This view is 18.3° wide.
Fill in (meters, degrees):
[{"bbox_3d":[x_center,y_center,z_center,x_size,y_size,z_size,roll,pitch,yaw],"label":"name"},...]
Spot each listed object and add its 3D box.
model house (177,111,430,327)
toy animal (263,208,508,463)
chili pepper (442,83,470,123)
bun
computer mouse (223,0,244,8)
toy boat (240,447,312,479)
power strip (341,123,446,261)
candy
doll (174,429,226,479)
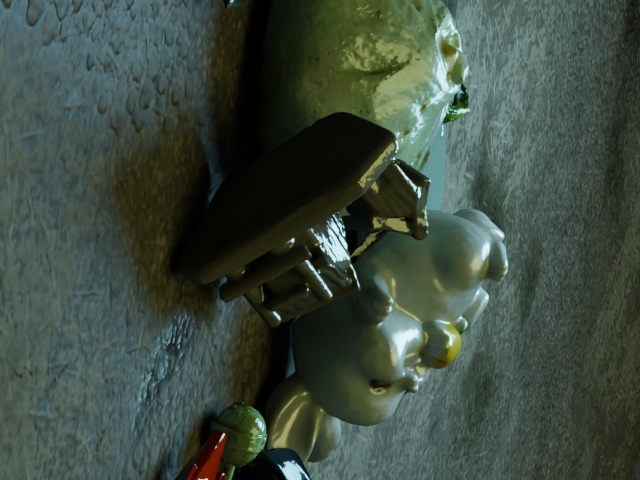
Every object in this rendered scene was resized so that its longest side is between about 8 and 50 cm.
[{"bbox_3d":[-0.005,-0.008,1.824,0.188,0.229,0.122,51,9,-48],"label":"model house"},{"bbox_3d":[0.059,0.098,2.067,0.325,0.154,0.208,-47,169,10],"label":"toy animal"},{"bbox_3d":[0.083,-0.252,2.132,0.359,0.076,0.085,67,26,-45],"label":"chili pepper"},{"bbox_3d":[0.053,-0.153,1.940,0.283,0.179,0.283,11,90,-72],"label":"bun"},{"bbox_3d":[-0.066,-0.269,1.754,0.135,0.047,0.079,-63,144,-16],"label":"computer mouse"},{"bbox_3d":[-0.040,0.295,2.005,0.103,0.093,0.246,-41,140,-30],"label":"toy boat"},{"bbox_3d":[0.074,-0.046,2.225,0.265,0.059,0.193,-13,106,-69],"label":"power strip"},{"bbox_3d":[-0.097,0.254,1.906,0.061,0.061,0.202,-6,111,-70],"label":"candy"},{"bbox_3d":[-0.124,0.258,1.796,0.169,0.057,0.109,-52,145,-56],"label":"doll"}]
